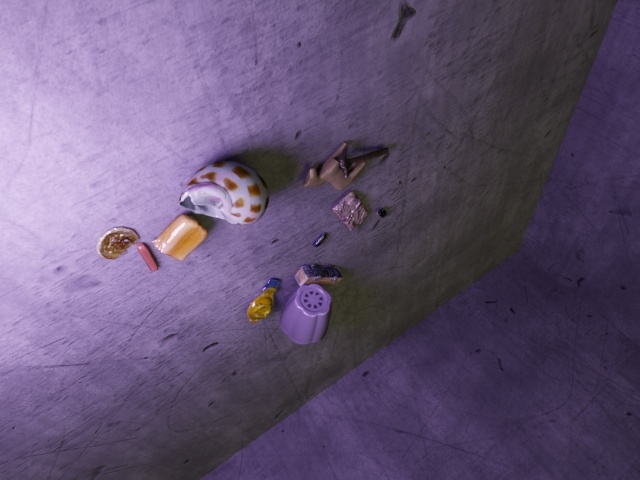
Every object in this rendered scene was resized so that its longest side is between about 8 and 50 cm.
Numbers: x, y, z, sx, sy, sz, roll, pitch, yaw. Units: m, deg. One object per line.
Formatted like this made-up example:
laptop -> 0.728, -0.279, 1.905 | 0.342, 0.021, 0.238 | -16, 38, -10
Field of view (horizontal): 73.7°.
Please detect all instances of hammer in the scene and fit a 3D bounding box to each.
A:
hammer -> 0.188, -0.345, 1.764 | 0.297, 0.027, 0.125 | -23, 109, -40

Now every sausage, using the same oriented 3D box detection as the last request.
sausage -> -0.608, 0.062, 1.506 | 0.035, 0.030, 0.147 | -28, 143, -17

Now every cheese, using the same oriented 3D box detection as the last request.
cheese -> -0.270, 0.289, 2.056 | 0.156, 0.064, 0.250 | 17, 107, -52

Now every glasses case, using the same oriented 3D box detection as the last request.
glasses case -> 0.000, 0.000, 2.031 | 0.083, 0.023, 0.033 | -48, 142, 11

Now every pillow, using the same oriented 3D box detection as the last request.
pillow -> 0.149, -0.132, 2.010 | 0.135, 0.049, 0.248 | -46, 148, 0

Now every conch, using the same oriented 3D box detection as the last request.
conch -> -0.297, -0.153, 1.434 | 0.249, 0.197, 0.368 | -9, 158, 21

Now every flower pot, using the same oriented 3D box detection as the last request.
flower pot -> -0.062, 0.350, 2.110 | 0.265, 0.265, 0.243 | -22, 153, -25

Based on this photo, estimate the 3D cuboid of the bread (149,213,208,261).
bread -> -0.486, -0.016, 1.490 | 0.173, 0.085, 0.134 | -43, 142, 4

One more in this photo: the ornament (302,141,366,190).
ornament -> 0.050, -0.279, 1.738 | 0.245, 0.061, 0.230 | -49, 144, 4

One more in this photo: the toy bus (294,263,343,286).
toy bus -> -0.005, 0.184, 2.175 | 0.268, 0.092, 0.106 | 6, 133, -47

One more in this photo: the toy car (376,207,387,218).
toy car -> 0.311, -0.142, 2.172 | 0.041, 0.025, 0.093 | -49, 148, 8

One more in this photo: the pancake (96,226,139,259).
pancake -> -0.668, 0.008, 1.398 | 0.129, 0.022, 0.116 | -47, 146, 1
